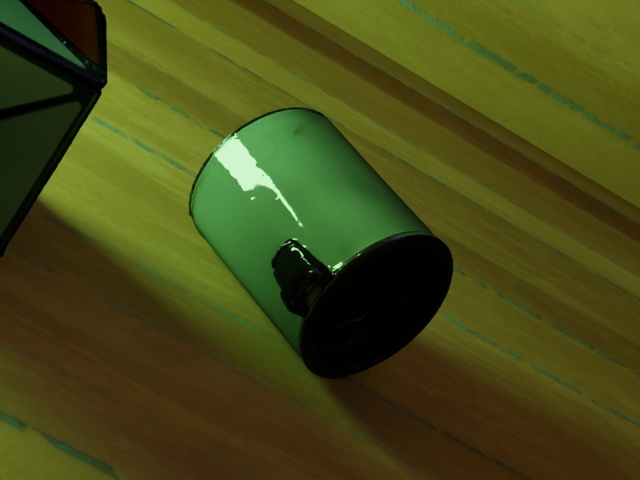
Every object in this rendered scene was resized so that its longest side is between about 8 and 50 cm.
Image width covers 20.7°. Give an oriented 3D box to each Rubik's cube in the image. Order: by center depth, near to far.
[{"bbox_3d":[-0.385,-0.168,1.849,0.248,0.246,0.250,26,22,-20],"label":"Rubik's cube"}]

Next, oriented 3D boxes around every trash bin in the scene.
[{"bbox_3d":[0.000,0.000,2.109,0.277,0.217,0.262,17,26,-51],"label":"trash bin"}]
